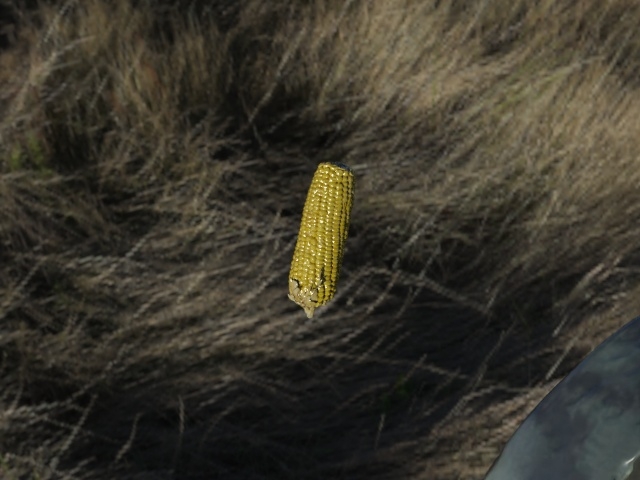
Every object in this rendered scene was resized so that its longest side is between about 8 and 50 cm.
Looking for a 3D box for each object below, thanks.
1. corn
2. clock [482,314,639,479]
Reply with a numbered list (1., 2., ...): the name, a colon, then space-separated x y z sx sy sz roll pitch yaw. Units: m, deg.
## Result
1. corn: 0.000 0.000 0.502 0.027 0.083 0.028 16 10 26
2. clock: 0.186 0.131 0.452 0.280 0.281 0.055 -22 38 -15
